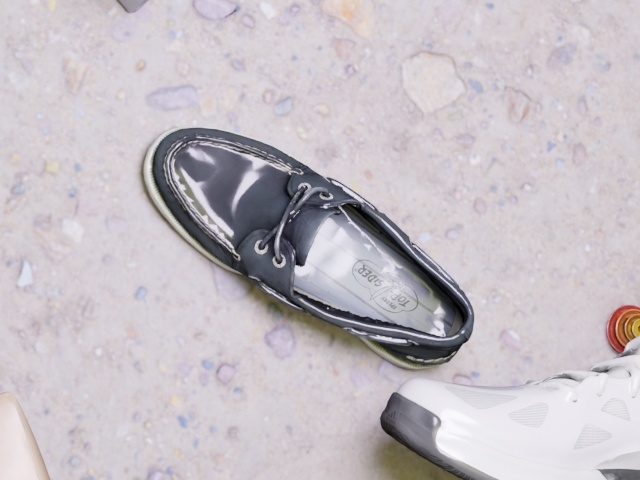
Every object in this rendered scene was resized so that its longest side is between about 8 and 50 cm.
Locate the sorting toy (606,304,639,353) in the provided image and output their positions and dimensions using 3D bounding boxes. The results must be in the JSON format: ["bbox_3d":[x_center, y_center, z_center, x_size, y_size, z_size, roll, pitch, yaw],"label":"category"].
[{"bbox_3d":[0.318,0.107,1.898,0.102,0.042,0.061,39,76,-11],"label":"sorting toy"}]

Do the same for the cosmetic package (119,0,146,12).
[{"bbox_3d":[-0.169,-0.338,1.688,0.224,0.225,0.138,47,72,-9],"label":"cosmetic package"}]

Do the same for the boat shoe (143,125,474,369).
[{"bbox_3d":[-0.002,0.004,1.771,0.340,0.113,0.127,39,76,-11],"label":"boat shoe"}]

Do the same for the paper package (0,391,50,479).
[{"bbox_3d":[-0.335,0.328,1.577,0.309,0.168,0.324,-17,74,-19],"label":"paper package"}]

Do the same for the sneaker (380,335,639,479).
[{"bbox_3d":[0.277,0.117,1.797,0.448,0.169,0.257,14,96,-25],"label":"sneaker"}]
